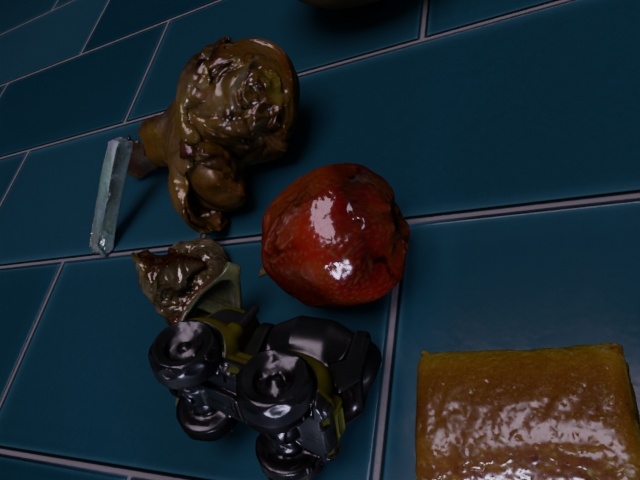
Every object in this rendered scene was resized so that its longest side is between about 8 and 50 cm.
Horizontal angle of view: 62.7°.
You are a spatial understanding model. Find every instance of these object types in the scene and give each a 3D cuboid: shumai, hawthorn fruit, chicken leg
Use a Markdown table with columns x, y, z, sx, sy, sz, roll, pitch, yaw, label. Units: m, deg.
| x | y | z | sx | sy | sz | roll | pitch | yaw | label |
| --- | --- | --- | --- | --- | --- | --- | --- | --- | --- |
| -0.192 | 0.059 | 0.739 | 0.123 | 0.105 | 0.139 | -17 | 79 | 17 | shumai |
| 0.012 | -0.007 | 0.608 | 0.179 | 0.173 | 0.173 | 14 | 69 | 36 | hawthorn fruit |
| -0.209 | -0.142 | 0.845 | 0.409 | 0.182 | 0.295 | -11 | 71 | 35 | chicken leg |

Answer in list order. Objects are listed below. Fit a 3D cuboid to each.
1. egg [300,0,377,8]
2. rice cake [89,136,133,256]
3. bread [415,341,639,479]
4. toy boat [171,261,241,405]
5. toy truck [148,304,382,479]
| x | y | z | sx | sy | sz | roll | pitch | yaw | label |
| --- | --- | --- | --- | --- | --- | --- | --- | --- | --- |
| 0.055 | -0.535 | 0.826 | 0.374 | 0.301 | 0.301 | -11 | 56 | 25 | egg |
| -0.362 | -0.075 | 0.906 | 0.043 | 0.034 | 0.210 | 27 | 106 | 39 | rice cake |
| 0.171 | 0.159 | 0.437 | 0.172 | 0.103 | 0.132 | -10 | 51 | 26 | bread |
| -0.145 | 0.116 | 0.667 | 0.071 | 0.089 | 0.185 | 164 | 125 | -73 | toy boat |
| -0.059 | 0.139 | 0.568 | 0.224 | 0.147 | 0.165 | 14 | 44 | 26 | toy truck |
